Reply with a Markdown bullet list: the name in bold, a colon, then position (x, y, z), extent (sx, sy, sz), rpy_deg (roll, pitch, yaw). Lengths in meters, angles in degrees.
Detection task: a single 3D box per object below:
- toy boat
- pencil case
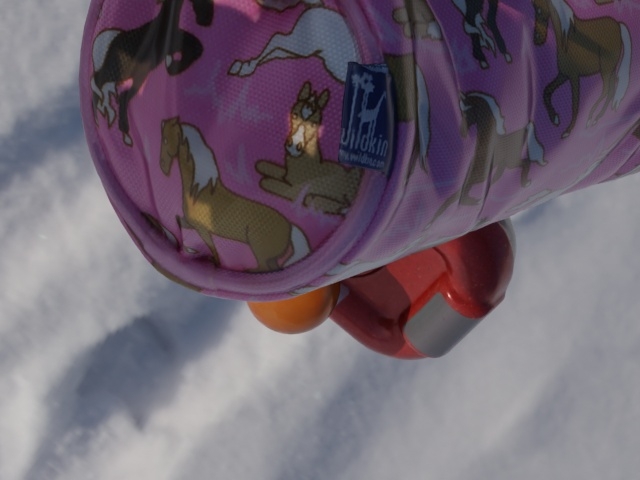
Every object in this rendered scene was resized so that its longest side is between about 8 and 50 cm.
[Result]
- **toy boat**: position (0.000, 0.000, 1.151), extent (0.231, 0.151, 0.151), rpy_deg (39, 45, -2)
- **pencil case**: position (0.073, -0.088, 0.824), extent (0.386, 0.167, 0.160), rpy_deg (-17, 85, -50)
